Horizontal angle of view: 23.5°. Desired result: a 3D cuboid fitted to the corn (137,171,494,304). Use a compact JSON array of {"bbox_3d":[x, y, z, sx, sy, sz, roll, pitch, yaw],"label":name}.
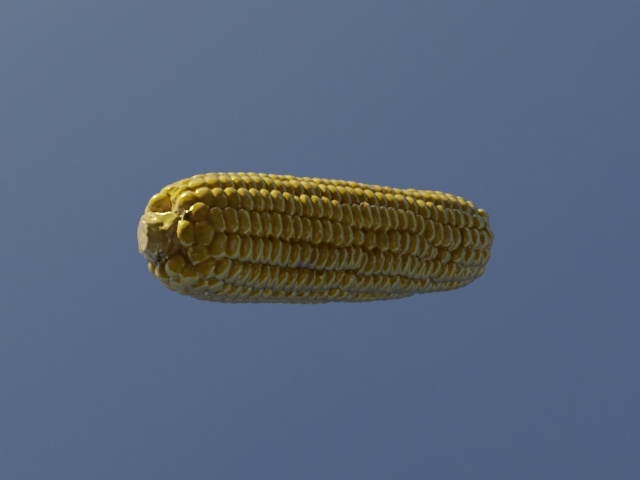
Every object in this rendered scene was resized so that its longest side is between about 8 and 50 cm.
[{"bbox_3d":[0.000,0.000,0.795,0.206,0.067,0.067,1,-108,-34],"label":"corn"}]
